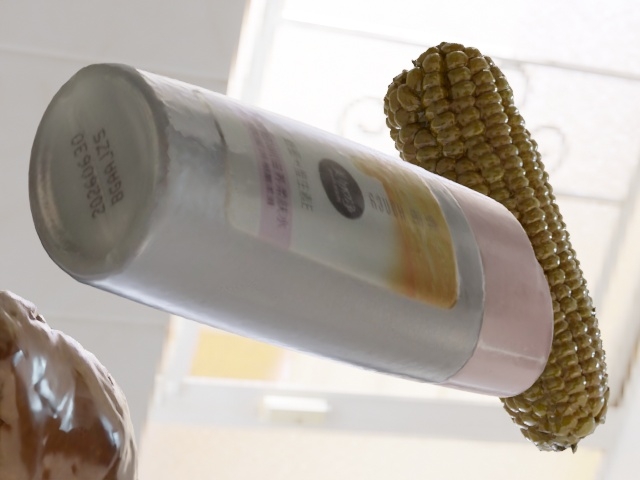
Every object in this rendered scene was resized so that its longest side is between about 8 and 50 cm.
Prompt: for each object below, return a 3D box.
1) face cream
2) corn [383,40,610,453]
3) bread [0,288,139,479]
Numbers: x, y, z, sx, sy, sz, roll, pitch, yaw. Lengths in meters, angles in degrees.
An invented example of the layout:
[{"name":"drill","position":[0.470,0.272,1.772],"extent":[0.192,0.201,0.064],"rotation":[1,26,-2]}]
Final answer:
[{"name":"face cream","position":[0.000,0.000,0.565],"extent":[0.057,0.198,0.084],"rotation":[-35,-121,30]},{"name":"corn","position":[0.134,0.002,1.276],"extent":[0.102,0.102,0.313],"rotation":[-36,-105,57]},{"name":"bread","position":[-0.214,0.133,0.709],"extent":[0.172,0.312,0.312],"rotation":[34,-62,33]}]
